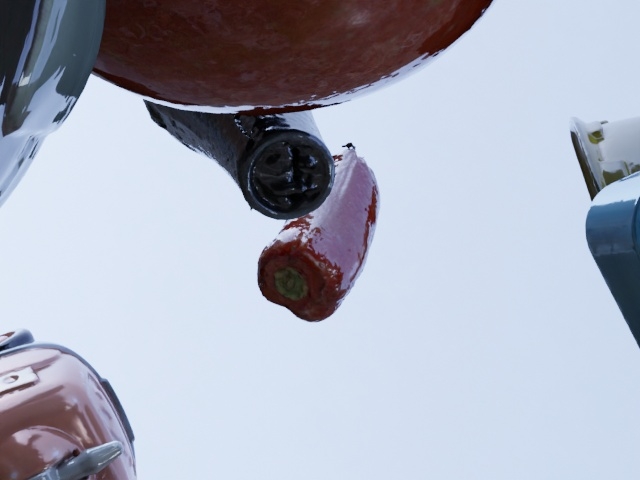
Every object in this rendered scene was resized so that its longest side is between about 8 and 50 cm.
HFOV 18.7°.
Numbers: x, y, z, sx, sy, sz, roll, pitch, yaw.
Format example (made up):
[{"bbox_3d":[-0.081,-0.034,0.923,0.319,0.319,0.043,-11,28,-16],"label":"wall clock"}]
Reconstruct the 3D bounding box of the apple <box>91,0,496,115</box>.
[{"bbox_3d":[-0.035,-0.178,0.825,0.216,0.260,0.260,-19,-71,15],"label":"apple"}]

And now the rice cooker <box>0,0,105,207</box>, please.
[{"bbox_3d":[-0.248,-0.103,0.600,0.335,0.335,0.325,49,5,2],"label":"rice cooker"}]

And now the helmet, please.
[{"bbox_3d":[0.283,-0.018,1.489,0.140,0.257,0.205,-18,-74,9],"label":"helmet"}]

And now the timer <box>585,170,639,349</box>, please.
[{"bbox_3d":[0.308,0.043,1.177,0.250,0.232,0.091,67,-14,0],"label":"timer"}]

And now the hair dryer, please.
[{"bbox_3d":[-0.084,-0.143,0.947,0.271,0.091,0.235,58,1,-28],"label":"hair dryer"}]

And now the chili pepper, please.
[{"bbox_3d":[0.000,0.000,1.283,0.073,0.123,0.070,-3,-52,21],"label":"chili pepper"}]

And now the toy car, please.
[{"bbox_3d":[-0.267,0.193,1.479,0.180,0.270,0.212,66,-11,-9],"label":"toy car"}]
